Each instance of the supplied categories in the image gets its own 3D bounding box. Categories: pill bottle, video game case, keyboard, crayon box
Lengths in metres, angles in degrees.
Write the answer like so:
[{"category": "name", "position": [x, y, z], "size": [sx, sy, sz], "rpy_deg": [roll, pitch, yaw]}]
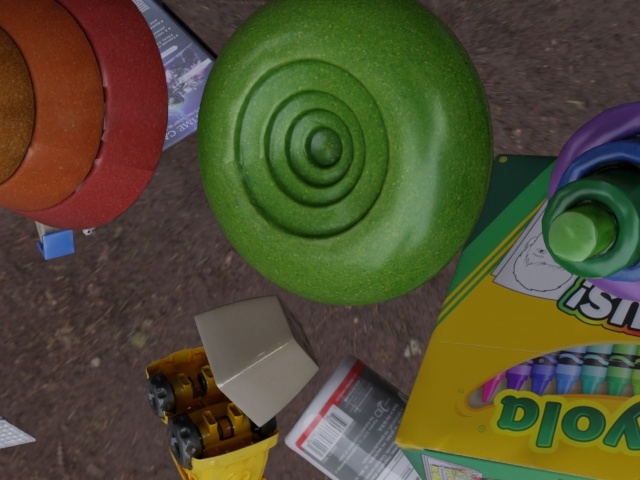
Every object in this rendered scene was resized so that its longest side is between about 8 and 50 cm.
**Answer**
[{"category": "pill bottle", "position": [0.105, 0.306, 1.586], "size": [0.283, 0.161, 0.161], "rpy_deg": [37, 98, 3]}, {"category": "video game case", "position": [-0.253, -0.237, 1.555], "size": [0.196, 0.026, 0.274], "rpy_deg": [-28, 137, 21]}, {"category": "keyboard", "position": [-0.524, 0.287, 1.574], "size": [0.256, 0.014, 0.072], "rpy_deg": [-14, 138, 21]}, {"category": "crayon box", "position": [0.284, 0.081, 0.926], "size": [0.363, 0.313, 0.106], "rpy_deg": [5, 144, 29]}]

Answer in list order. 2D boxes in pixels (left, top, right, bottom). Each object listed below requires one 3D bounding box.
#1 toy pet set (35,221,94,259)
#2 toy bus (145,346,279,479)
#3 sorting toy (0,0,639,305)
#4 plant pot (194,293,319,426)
[{"category": "toy pet set", "position": [-0.342, -0.019, 1.587], "size": [0.114, 0.122, 0.065], "rpy_deg": [-16, 85, -25]}, {"category": "toy bus", "position": [-0.167, 0.298, 1.688], "size": [0.149, 0.220, 0.211], "rpy_deg": [-16, 133, -24]}, {"category": "sorting toy", "position": [-0.041, -0.034, 0.403], "size": [0.365, 0.126, 0.127], "rpy_deg": [12, 104, 29]}, {"category": "plant pot", "position": [-0.065, 0.126, 1.267], "size": [0.096, 0.109, 0.109], "rpy_deg": [-29, 138, 5]}]
